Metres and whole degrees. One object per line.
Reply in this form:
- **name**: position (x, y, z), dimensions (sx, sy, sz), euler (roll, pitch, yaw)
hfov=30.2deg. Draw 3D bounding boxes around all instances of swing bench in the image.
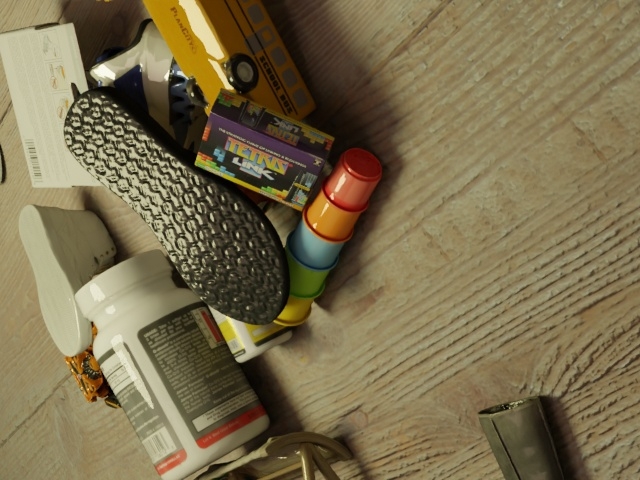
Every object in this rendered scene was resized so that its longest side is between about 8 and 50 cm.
- **swing bench**: position (-0.050, 0.451, 1.960), dimensions (0.253, 0.165, 0.255), euler (-33, 78, 50)

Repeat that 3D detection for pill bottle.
- **pill bottle**: position (-0.258, 0.211, 2.024), dimensions (0.210, 0.210, 0.363), euler (-38, 79, 49)
- **pill bottle**: position (-0.128, 0.096, 1.909), dimensions (0.103, 0.103, 0.184), euler (-30, 86, 50)

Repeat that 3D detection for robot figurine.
- **robot figurine**: position (-0.405, 0.217, 2.281), dimensions (0.211, 0.085, 0.291), euler (59, 139, 9)

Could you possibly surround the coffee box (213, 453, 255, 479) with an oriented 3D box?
- **coffee box**: position (-0.171, 0.462, 2.073), dimensions (0.040, 0.184, 0.113), euler (-21, 94, 53)

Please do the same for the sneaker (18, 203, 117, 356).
- **sneaker**: position (-0.431, 0.067, 2.170), dimensions (0.108, 0.169, 0.292), euler (-32, 69, 37)

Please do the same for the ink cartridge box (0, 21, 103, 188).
- **ink cartridge box**: position (-0.429, -0.226, 1.984), dimensions (0.239, 0.060, 0.275), euler (2, 108, 44)

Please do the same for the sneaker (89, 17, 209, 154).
- **sneaker**: position (-0.268, -0.216, 1.855), dimensions (0.182, 0.127, 0.315), euler (24, 121, 11)

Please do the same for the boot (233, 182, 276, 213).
- **boot**: position (-0.084, -0.103, 1.806), dimensions (0.084, 0.059, 0.158), euler (50, 146, 13)

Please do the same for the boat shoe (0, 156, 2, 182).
- **boat shoe**: position (-0.741, -0.242, 2.402), dimensions (0.113, 0.105, 0.306), euler (-3, 106, 48)

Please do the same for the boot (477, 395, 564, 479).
- **boot**: position (0.265, 0.329, 1.622), dimensions (0.189, 0.076, 0.208), euler (-29, 94, 36)

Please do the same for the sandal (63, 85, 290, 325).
- **sandal**: position (-0.193, -0.066, 1.780), dimensions (0.446, 0.107, 0.167), euler (47, 118, 7)

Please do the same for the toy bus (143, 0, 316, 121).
- **toy bus**: position (-0.144, -0.295, 1.658), dimensions (0.108, 0.130, 0.333), euler (-13, 112, 46)

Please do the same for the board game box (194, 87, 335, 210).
- **board game box**: position (-0.080, -0.123, 1.645), dimensions (0.170, 0.048, 0.141), euler (23, 150, -2)

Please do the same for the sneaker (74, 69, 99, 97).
- **sneaker**: position (-0.377, -0.219, 2.040), dimensions (0.211, 0.081, 0.080), euler (33, 128, 31)

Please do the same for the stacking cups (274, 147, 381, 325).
- **stacking cups**: position (0.000, 0.000, 1.733), dimensions (0.096, 0.096, 0.316), euler (50, 137, 18)
